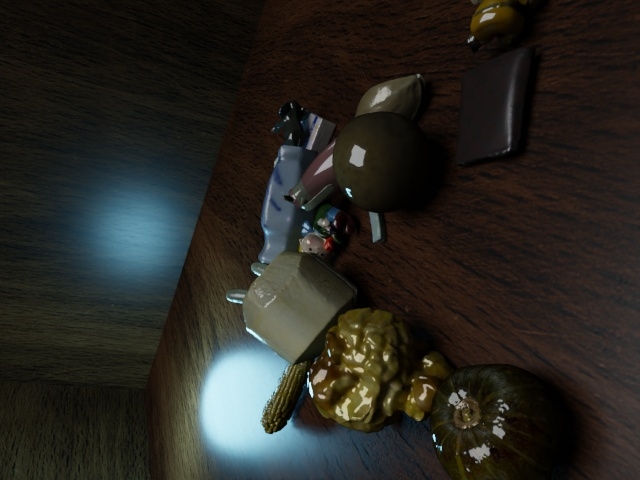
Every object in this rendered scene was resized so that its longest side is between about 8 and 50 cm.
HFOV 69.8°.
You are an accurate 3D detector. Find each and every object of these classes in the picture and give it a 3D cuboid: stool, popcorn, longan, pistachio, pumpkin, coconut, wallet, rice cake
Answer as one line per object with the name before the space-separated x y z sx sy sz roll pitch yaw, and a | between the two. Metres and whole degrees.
stool | -0.167 0.187 1.530 0.199 0.195 0.195 4 42 40
popcorn | 0.127 0.278 0.999 0.333 0.225 0.264 -7 82 38
longan | 0.148 -0.193 1.135 0.258 0.258 0.257 -36 47 51
pistachio | 0.189 -0.364 1.262 0.238 0.153 0.138 -46 -1 40
pumpkin | 0.288 0.308 0.744 0.219 0.162 0.218 -40 24 22
coconut | -0.048 0.193 1.272 0.323 0.323 0.322 -36 47 51
wallet | 0.365 -0.277 0.982 0.182 0.049 0.228 -1 78 62
rice cake | 0.154 -0.072 1.290 0.042 0.031 0.180 -36 46 43

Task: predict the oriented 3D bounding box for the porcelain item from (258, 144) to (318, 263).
porcelain item | -0.108 -0.116 1.601 0.242 0.179 0.404 -163 84 -80

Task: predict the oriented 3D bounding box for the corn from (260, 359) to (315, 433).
corn | -0.104 0.477 1.445 0.319 0.097 0.097 -65 29 16

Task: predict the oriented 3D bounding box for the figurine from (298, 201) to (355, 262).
figurine | 0.013 0.007 1.435 0.234 0.128 0.185 -61 34 4

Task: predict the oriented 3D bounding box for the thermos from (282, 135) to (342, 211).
thermos | 0.019 -0.185 1.386 0.265 0.146 0.176 -37 24 25

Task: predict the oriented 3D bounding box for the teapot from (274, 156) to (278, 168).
teapot | -0.165 -0.314 1.961 0.064 0.064 0.083 14 90 63

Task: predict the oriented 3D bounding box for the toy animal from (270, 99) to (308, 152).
toy animal | -0.110 -0.431 1.747 0.146 0.115 0.244 -48 58 52

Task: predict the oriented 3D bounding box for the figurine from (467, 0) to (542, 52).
figurine | 0.373 -0.549 0.969 0.193 0.167 0.256 -12 69 45

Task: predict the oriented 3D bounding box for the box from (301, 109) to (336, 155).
box | -0.065 -0.317 1.774 0.343 0.065 0.200 -67 29 17
